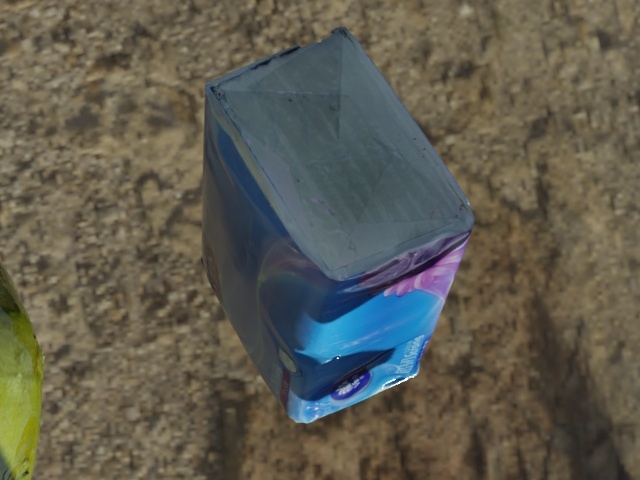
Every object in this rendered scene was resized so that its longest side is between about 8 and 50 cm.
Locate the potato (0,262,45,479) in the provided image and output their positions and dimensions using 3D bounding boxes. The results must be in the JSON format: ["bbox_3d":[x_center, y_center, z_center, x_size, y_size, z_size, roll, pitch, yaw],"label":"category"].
[{"bbox_3d":[-0.251,0.109,0.836,0.148,0.253,0.186,-20,58,-45],"label":"potato"}]

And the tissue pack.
[{"bbox_3d":[0.000,0.000,1.063,0.198,0.146,0.263,58,-19,23],"label":"tissue pack"}]
